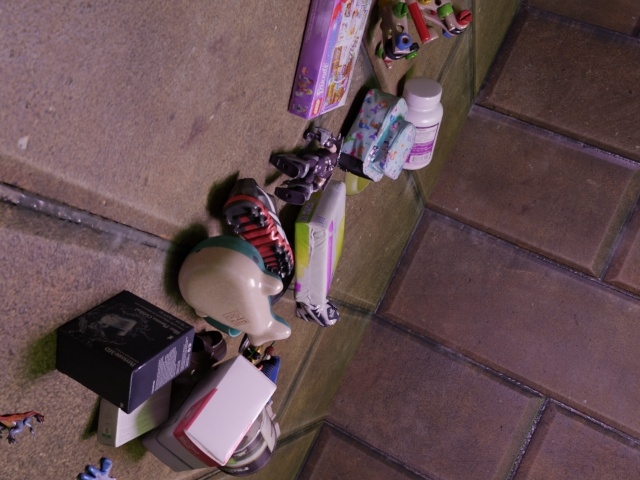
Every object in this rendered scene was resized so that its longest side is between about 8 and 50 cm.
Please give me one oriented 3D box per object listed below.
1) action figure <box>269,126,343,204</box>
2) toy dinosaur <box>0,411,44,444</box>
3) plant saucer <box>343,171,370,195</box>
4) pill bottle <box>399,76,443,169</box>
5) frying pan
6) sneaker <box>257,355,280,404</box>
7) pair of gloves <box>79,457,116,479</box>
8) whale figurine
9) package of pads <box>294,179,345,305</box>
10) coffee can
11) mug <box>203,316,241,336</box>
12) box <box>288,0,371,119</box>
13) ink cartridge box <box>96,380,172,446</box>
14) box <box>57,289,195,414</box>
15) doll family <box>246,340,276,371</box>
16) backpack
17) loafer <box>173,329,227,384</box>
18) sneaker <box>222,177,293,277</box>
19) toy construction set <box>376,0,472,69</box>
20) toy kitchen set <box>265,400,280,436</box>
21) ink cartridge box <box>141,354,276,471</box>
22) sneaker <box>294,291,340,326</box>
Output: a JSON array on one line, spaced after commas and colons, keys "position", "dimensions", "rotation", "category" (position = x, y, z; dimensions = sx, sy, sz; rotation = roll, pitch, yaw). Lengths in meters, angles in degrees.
[{"position": [-0.025, -0.185, 1.506], "dimensions": [0.285, 0.099, 0.185], "rotation": [-41, 144, -61], "category": "action figure"}, {"position": [-0.462, 0.281, 0.941], "dimensions": [0.082, 0.047, 0.090], "rotation": [-72, 168, -66], "category": "toy dinosaur"}, {"position": [0.149, -0.252, 2.011], "dimensions": [0.241, 0.037, 0.240], "rotation": [-54, 159, -31], "category": "plant saucer"}, {"position": [0.331, -0.409, 2.114], "dimensions": [0.169, 0.169, 0.301], "rotation": [-52, 159, -37], "category": "pill bottle"}, {"position": [-0.140, 0.148, 1.676], "dimensions": [0.325, 0.053, 0.197], "rotation": [-66, 163, 1], "category": "frying pan"}, {"position": [-0.183, 0.423, 1.905], "dimensions": [0.232, 0.091, 0.081], "rotation": [-82, -170, -73], "category": "sneaker"}, {"position": [-0.487, 0.543, 1.247], "dimensions": [0.198, 0.023, 0.159], "rotation": [-57, 161, -22], "category": "pair of gloves"}, {"position": [-0.164, 0.101, 1.251], "dimensions": [0.272, 0.216, 0.141], "rotation": [52, 31, -30], "category": "whale figurine"}, {"position": [0.000, 0.000, 1.706], "dimensions": [0.229, 0.101, 0.296], "rotation": [-69, 167, -47], "category": "package of pads"}, {"position": [-0.234, 0.506, 1.641], "dimensions": [0.201, 0.202, 0.275], "rotation": [-57, 160, -26], "category": "coffee can"}, {"position": [-0.204, 0.129, 1.387], "dimensions": [0.157, 0.098, 0.129], "rotation": [-62, 162, -14], "category": "mug"}, {"position": [0.026, -0.434, 1.365], "dimensions": [0.201, 0.057, 0.293], "rotation": [-39, 149, -56], "category": "box"}, {"position": [-0.367, 0.280, 1.232], "dimensions": [0.181, 0.056, 0.224], "rotation": [-1, 96, -71], "category": "ink cartridge box"}, {"position": [-0.321, 0.180, 1.012], "dimensions": [0.158, 0.156, 0.093], "rotation": [-37, 147, -56], "category": "box"}, {"position": [-0.198, 0.370, 1.768], "dimensions": [0.192, 0.076, 0.111], "rotation": [-65, -177, -17], "category": "doll family"}, {"position": [0.173, -0.307, 1.780], "dimensions": [0.253, 0.191, 0.225], "rotation": [-71, 162, 2], "category": "backpack"}, {"position": [-0.266, 0.242, 1.356], "dimensions": [0.220, 0.080, 0.078], "rotation": [-66, 149, -76], "category": "loafer"}, {"position": [-0.126, -0.029, 1.324], "dimensions": [0.276, 0.098, 0.135], "rotation": [64, 17, -47], "category": "sneaker"}, {"position": [0.233, -0.608, 1.545], "dimensions": [0.309, 0.258, 0.237], "rotation": [-60, 127, -77], "category": "toy construction set"}, {"position": [-0.238, 0.584, 1.943], "dimensions": [0.166, 0.122, 0.207], "rotation": [-44, 133, -49], "category": "toy kitchen set"}, {"position": [-0.253, 0.389, 1.343], "dimensions": [0.283, 0.117, 0.207], "rotation": [-32, -163, 50], "category": "ink cartridge box"}, {"position": [0.000, 0.209, 2.003], "dimensions": [0.094, 0.153, 0.234], "rotation": [-53, 160, -39], "category": "sneaker"}]
